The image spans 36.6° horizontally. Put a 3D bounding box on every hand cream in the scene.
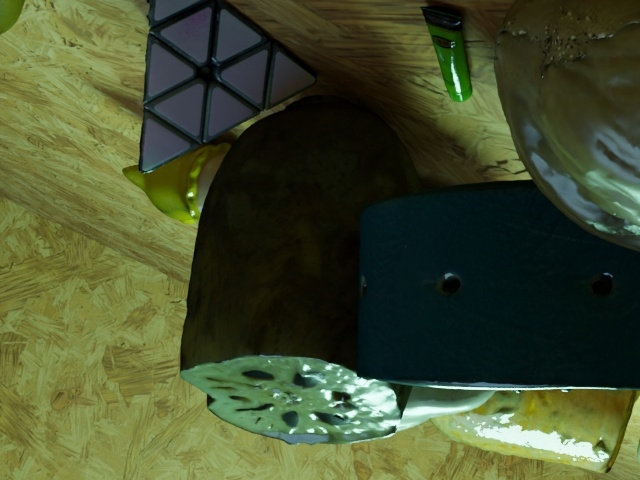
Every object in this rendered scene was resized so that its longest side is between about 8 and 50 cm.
[{"bbox_3d":[0.110,-0.157,0.813,0.036,0.023,0.122,23,164,24],"label":"hand cream"}]

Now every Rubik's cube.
[{"bbox_3d":[-0.096,-0.149,0.991,0.178,0.190,0.211,8,173,-6],"label":"Rubik's cube"}]

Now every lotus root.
[{"bbox_3d":[-0.006,0.019,0.985,0.250,0.346,0.250,3,149,2],"label":"lotus root"}]

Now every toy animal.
[{"bbox_3d":[-0.161,-0.076,1.382,0.229,0.156,0.156,6,158,44],"label":"toy animal"}]

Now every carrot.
[{"bbox_3d":[0.342,0.253,1.605,0.340,0.224,0.224,16,165,22],"label":"carrot"}]

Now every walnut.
[{"bbox_3d":[0.214,-0.084,0.546,0.245,0.198,0.198,16,168,-7],"label":"walnut"}]

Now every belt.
[{"bbox_3d":[0.245,0.044,0.770,0.436,0.173,0.300,5,174,1],"label":"belt"}]

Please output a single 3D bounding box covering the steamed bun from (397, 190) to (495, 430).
[{"bbox_3d":[0.067,0.091,1.201,0.324,0.310,0.219,-9,155,2],"label":"steamed bun"}]

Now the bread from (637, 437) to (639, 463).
[{"bbox_3d":[0.606,0.314,1.477,0.192,0.171,0.314,33,164,-24],"label":"bread"}]

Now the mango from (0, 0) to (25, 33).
[{"bbox_3d":[-0.369,-0.280,0.986,0.138,0.113,0.253,27,165,-14],"label":"mango"}]
